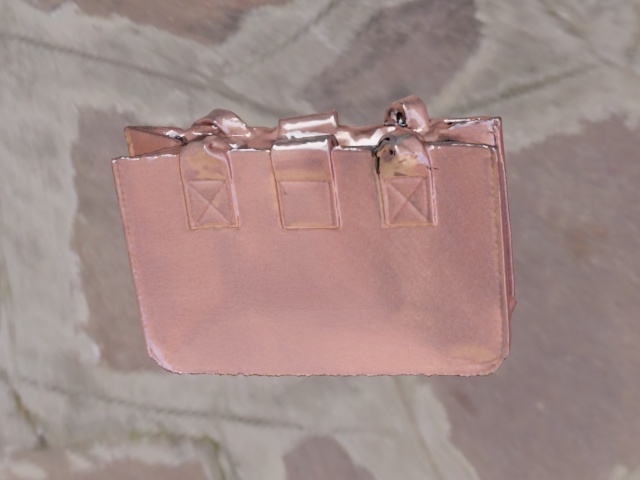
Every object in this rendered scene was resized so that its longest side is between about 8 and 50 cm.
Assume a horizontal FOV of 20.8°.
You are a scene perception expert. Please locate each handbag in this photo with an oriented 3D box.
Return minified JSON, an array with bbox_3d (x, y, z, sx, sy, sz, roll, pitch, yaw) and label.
[{"bbox_3d":[0.000,0.000,0.970,0.213,0.059,0.157,-1,121,12],"label":"handbag"}]
